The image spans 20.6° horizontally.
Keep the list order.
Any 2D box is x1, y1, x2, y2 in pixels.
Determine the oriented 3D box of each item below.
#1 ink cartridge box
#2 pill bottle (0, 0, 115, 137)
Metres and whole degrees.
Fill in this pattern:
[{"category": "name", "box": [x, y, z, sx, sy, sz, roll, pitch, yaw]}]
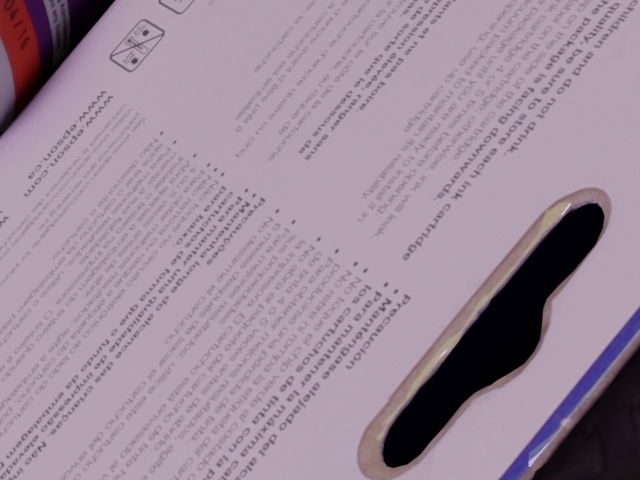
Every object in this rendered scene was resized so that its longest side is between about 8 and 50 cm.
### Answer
[{"category": "ink cartridge box", "box": [0.000, 0.000, 0.550, 0.324, 0.071, 0.330, -50, 37, -4]}, {"category": "pill bottle", "box": [-0.130, -0.186, 0.733, 0.181, 0.181, 0.323, -2, 44, 46]}]
